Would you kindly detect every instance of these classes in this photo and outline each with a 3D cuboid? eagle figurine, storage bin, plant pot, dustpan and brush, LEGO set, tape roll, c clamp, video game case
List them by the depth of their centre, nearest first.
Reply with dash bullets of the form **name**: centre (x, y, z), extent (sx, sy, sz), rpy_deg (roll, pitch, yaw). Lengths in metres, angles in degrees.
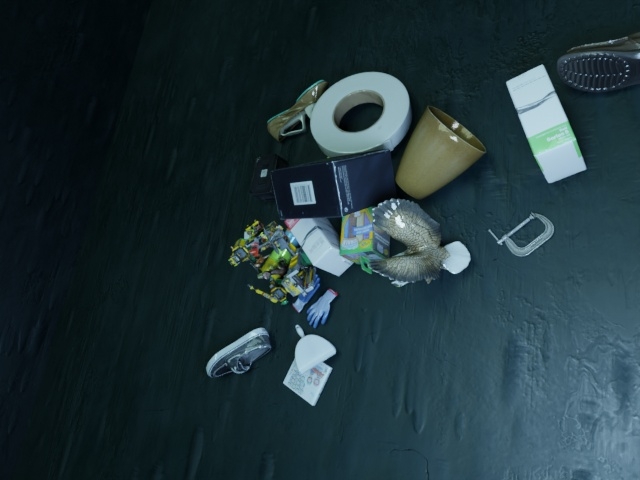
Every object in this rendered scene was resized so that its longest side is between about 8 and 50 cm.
- **c clamp**: centre (0.600, -0.026, 1.520), extent (0.160, 0.022, 0.137), rpy_deg (-37, 54, 20)
- **eagle figurine**: centre (0.283, 0.032, 1.550), extent (0.225, 0.298, 0.226), rpy_deg (-49, 51, 10)
- **plant pot**: centre (0.365, -0.267, 1.676), extent (0.254, 0.237, 0.237), rpy_deg (-52, 49, 26)
- **video game case**: centre (-0.047, 0.475, 1.797), extent (0.157, 0.019, 0.143), rpy_deg (24, 88, 40)
- **dustpan and brush**: centre (-0.046, 0.366, 1.813), extent (0.147, 0.060, 0.211), rpy_deg (-31, 51, -7)
- **LEGO set**: centre (-0.168, 0.103, 1.818), extent (0.254, 0.331, 0.192), rpy_deg (-26, 24, 16)
- **tape roll**: centre (0.152, -0.466, 1.929), extent (0.391, 0.072, 0.392), rpy_deg (-9, 60, 16)
- **storage bin**: centre (-0.217, -0.266, 2.177), extent (0.122, 0.084, 0.180), rpy_deg (-4, 71, 36)

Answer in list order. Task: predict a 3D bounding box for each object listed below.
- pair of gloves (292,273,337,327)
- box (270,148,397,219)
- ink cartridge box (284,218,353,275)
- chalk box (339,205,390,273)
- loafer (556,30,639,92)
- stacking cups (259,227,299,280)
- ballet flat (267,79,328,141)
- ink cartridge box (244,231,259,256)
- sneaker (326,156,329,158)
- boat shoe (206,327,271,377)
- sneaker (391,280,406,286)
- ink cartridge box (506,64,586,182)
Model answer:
- **pair of gloves**: centre (-0.025, 0.217, 1.881), extent (0.198, 0.023, 0.159), rpy_deg (40, 99, 44)
- **box**: centre (0.048, -0.186, 1.714), extent (0.296, 0.294, 0.183), rpy_deg (1, 106, 45)
- **ink cartridge box**: centre (0.000, 0.000, 1.853), extent (0.100, 0.172, 0.237), rpy_deg (-46, 52, 14)
- **chalk box**: centre (0.155, 0.007, 1.763), extent (0.132, 0.132, 0.213), rpy_deg (-7, 67, 34)
- **loafer**: centre (0.877, -0.517, 1.463), extent (0.365, 0.134, 0.130), rpy_deg (6, 52, 28)
- **stacking cups**: centre (-0.114, 0.004, 1.989), extent (0.096, 0.096, 0.316), rpy_deg (35, 93, 40)
- **ballet flat**: centre (-0.081, -0.534, 2.179), extent (0.342, 0.116, 0.124), rpy_deg (-31, 77, 24)
- **ink cartridge box**: centre (-0.291, 0.014, 2.154), extent (0.062, 0.029, 0.115), rpy_deg (-15, 64, 31)
- **sneaker**: centre (0.067, -0.284, 1.989), extent (0.240, 0.091, 0.126), rpy_deg (-48, 70, 11)
- **boat shoe**: centre (-0.310, 0.455, 1.950), extent (0.301, 0.108, 0.102), rpy_deg (-35, 53, 12)
- **sneaker**: centre (0.273, 0.128, 1.698), extent (0.083, 0.031, 0.035), rpy_deg (-19, 48, 25)
- **ink cartridge box**: centre (0.656, -0.336, 1.487), extent (0.114, 0.198, 0.273), rpy_deg (-23, 61, 27)
